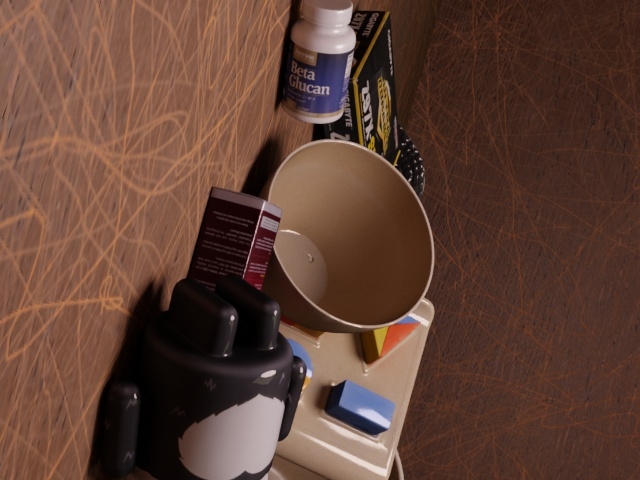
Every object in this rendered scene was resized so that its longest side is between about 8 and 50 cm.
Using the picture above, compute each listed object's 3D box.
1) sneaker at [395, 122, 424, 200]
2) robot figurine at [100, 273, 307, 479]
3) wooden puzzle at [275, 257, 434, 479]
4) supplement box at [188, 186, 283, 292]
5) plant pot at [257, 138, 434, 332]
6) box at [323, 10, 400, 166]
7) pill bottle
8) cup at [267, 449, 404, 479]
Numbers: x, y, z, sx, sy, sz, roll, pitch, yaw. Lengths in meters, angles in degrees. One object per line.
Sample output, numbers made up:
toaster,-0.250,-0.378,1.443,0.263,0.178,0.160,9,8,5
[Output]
sneaker,0.148,-0.206,2.130,0.124,0.107,0.283,-64,133,-83
robot figurine,-0.123,0.182,1.093,0.173,0.209,0.278,-93,-165,-72
wooden puzzle,0.017,0.184,1.573,0.080,0.322,0.348,-36,-151,59
supplement box,-0.121,0.061,1.256,0.130,0.073,0.239,28,76,-81
plant pot,0.000,0.018,1.474,0.191,0.284,0.284,-33,-150,52
box,0.081,-0.231,1.872,0.257,0.079,0.322,-64,154,-46
pill bottle,-0.001,-0.260,1.405,0.094,0.094,0.169,-63,166,-55
cup,-0.061,0.413,1.646,0.237,0.331,0.331,-43,-162,47
